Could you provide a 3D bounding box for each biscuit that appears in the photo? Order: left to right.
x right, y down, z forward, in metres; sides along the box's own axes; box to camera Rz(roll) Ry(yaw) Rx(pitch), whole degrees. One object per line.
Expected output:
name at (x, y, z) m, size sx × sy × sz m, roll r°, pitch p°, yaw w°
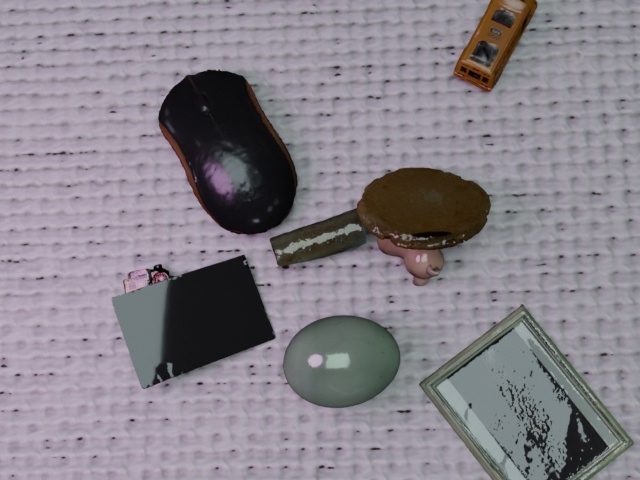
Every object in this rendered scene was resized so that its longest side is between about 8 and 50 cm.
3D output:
biscuit at (0.173, -0.055, 1.256) m, size 0.226 × 0.042 × 0.225 m, roll -2°, pitch 38°, yaw 1°

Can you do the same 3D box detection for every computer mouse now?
computer mouse at (-0.162, -0.162, 1.314) m, size 0.183 × 0.116 × 0.323 m, roll -29°, pitch 79°, yaw -7°

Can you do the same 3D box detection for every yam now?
yam at (0.000, 0.000, 1.298) m, size 0.170 × 0.068 × 0.068 m, roll -20°, pitch 80°, yaw 0°

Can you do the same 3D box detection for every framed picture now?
framed picture at (0.345, 0.290, 1.253) m, size 0.231 × 0.018 × 0.293 m, roll -37°, pitch 80°, yaw -3°

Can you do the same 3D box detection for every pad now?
pad at (-0.215, 0.135, 1.280) m, size 0.243 × 0.004 × 0.163 m, roll -19°, pitch 84°, yaw -17°

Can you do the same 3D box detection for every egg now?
egg at (0.035, 0.197, 1.221) m, size 0.193 × 0.149 × 0.149 m, roll -9°, pitch 80°, yaw -6°

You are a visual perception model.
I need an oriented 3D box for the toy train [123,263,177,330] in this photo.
toy train at (-0.292, 0.113, 1.306) m, size 0.087 × 0.050 × 0.137 m, roll -13°, pitch 81°, yaw 6°

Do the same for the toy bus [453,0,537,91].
toy bus at (0.317, -0.371, 1.331) m, size 0.083 × 0.088 × 0.194 m, roll 28°, pitch 83°, yaw 8°

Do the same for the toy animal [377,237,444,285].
toy animal at (0.152, 0.016, 1.283) m, size 0.150 × 0.083 × 0.089 m, roll 41°, pitch 98°, yaw 20°
